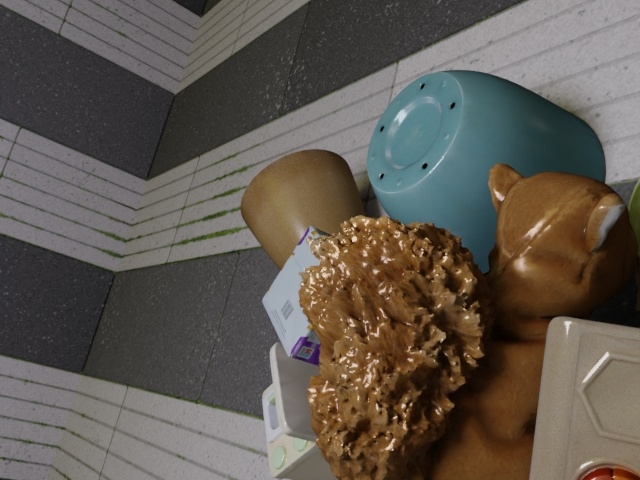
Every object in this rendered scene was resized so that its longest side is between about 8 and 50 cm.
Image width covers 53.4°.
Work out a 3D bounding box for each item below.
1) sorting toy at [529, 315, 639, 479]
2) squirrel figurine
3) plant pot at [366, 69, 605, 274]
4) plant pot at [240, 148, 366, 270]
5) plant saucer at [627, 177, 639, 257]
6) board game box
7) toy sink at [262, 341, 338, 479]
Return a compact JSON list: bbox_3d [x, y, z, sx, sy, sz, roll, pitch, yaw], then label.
[{"bbox_3d":[0.295,0.136,0.517,0.229,0.041,0.306,8,96,30],"label":"sorting toy"},{"bbox_3d":[0.177,0.096,0.683,0.281,0.397,0.370,-133,58,-64],"label":"squirrel figurine"},{"bbox_3d":[0.212,-0.107,0.922,0.293,0.235,0.292,-33,45,41],"label":"plant pot"},{"bbox_3d":[0.000,0.000,1.209,0.237,0.237,0.254,-47,52,28],"label":"plant pot"},{"bbox_3d":[0.459,-0.033,0.694,0.241,0.037,0.240,-36,42,40],"label":"plant saucer"},{"bbox_3d":[0.080,0.112,0.932,0.142,0.275,0.144,-57,33,14],"label":"board game box"},{"bbox_3d":[-0.007,0.280,0.991,0.131,0.234,0.152,-46,38,29],"label":"toy sink"}]
